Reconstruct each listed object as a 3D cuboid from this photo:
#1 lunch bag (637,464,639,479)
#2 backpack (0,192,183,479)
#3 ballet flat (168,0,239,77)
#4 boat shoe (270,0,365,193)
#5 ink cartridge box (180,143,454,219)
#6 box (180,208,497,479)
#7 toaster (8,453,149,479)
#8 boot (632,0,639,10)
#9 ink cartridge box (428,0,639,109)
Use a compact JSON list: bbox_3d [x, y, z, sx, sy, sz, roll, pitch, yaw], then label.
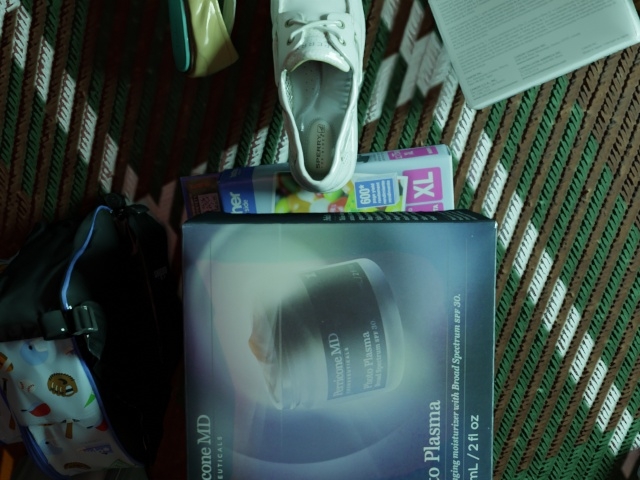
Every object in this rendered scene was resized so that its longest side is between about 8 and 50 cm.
[{"bbox_3d":[0.454,0.284,1.040,0.071,0.053,0.083,3,120,2],"label":"lunch bag"},{"bbox_3d":[-0.270,0.126,0.894,0.213,0.276,0.263,-14,116,11],"label":"backpack"},{"bbox_3d":[-0.130,-0.288,0.841,0.073,0.080,0.232,-16,114,-23],"label":"ballet flat"},{"bbox_3d":[0.000,-0.186,0.829,0.098,0.096,0.277,-5,94,3],"label":"boat shoe"},{"bbox_3d":[0.000,0.000,0.941,0.311,0.065,0.186,-5,109,5],"label":"ink cartridge box"},{"bbox_3d":[0.016,0.120,0.826,0.294,0.183,0.296,-1,96,1],"label":"box"},{"bbox_3d":[-0.303,0.345,1.044,0.168,0.110,0.186,-11,109,4],"label":"toaster"},{"bbox_3d":[0.363,-0.328,0.812,0.152,0.073,0.197,41,113,-15],"label":"boot"},{"bbox_3d":[0.199,-0.270,0.825,0.181,0.056,0.225,-20,91,28],"label":"ink cartridge box"}]
